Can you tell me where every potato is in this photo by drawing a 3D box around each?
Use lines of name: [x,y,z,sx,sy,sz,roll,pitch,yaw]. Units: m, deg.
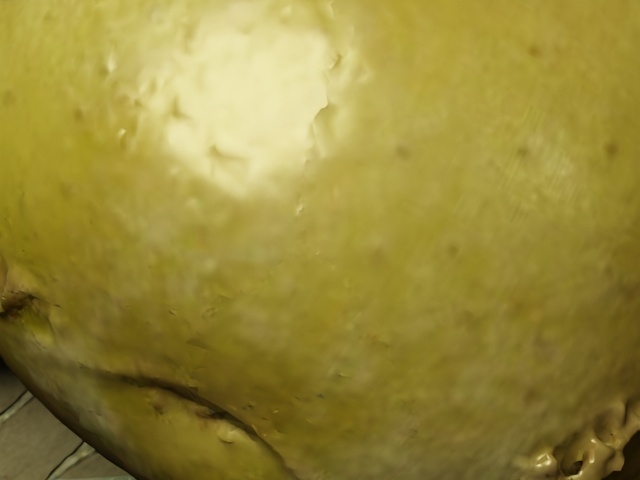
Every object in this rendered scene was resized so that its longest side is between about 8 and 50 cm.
potato: [0.000,0.000,0.645,0.442,0.385,0.319,24,62,-1]

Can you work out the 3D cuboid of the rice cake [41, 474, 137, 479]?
rice cake: [-0.148,0.172,0.800,0.210,0.034,0.043,-7,42,18]
